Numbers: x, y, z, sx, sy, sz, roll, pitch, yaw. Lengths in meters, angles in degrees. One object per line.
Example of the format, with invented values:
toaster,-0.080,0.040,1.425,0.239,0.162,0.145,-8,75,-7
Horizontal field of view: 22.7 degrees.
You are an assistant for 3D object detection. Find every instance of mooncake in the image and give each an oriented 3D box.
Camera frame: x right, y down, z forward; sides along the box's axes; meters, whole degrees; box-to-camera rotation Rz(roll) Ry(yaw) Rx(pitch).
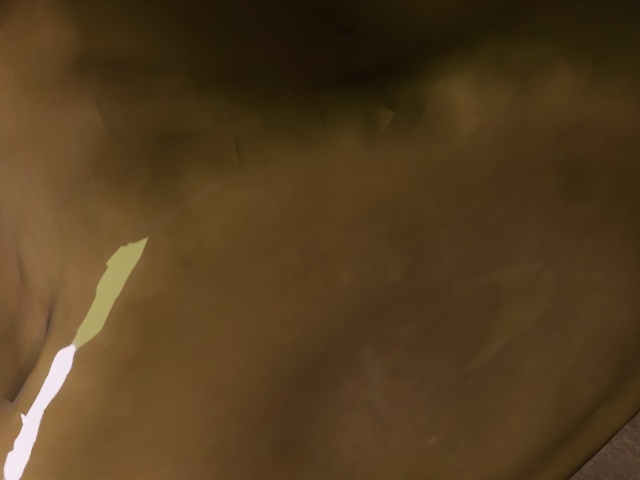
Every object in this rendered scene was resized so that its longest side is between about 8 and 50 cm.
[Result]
mooncake,0.000,0.000,0.874,0.262,0.467,0.467,59,148,34

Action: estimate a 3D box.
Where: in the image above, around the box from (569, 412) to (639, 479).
box,0.227,0.054,1.129,0.184,0.143,0.273,44,138,-6
